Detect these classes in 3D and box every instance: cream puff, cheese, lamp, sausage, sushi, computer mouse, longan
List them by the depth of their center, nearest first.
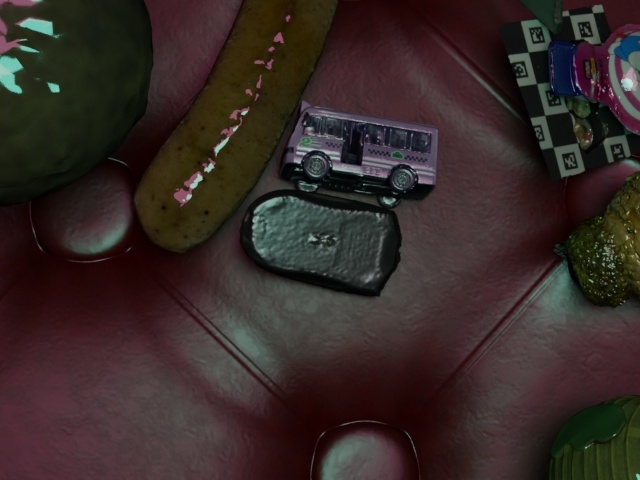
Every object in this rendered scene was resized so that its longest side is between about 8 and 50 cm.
[{"bbox_3d":[-0.387,-0.231,1.425,0.391,0.391,0.391,1,82,-6],"label":"longan"},{"bbox_3d":[0.377,0.323,1.507,0.250,0.284,0.250,26,48,-32],"label":"lamp"},{"bbox_3d":[0.000,0.000,1.581,0.217,0.073,0.122,13,94,-12],"label":"computer mouse"},{"bbox_3d":[-0.084,-0.208,1.582,0.136,0.123,0.501,20,78,30],"label":"sausage"},{"bbox_3d":[0.393,0.014,1.591,0.169,0.183,0.183,-24,84,15],"label":"cream puff"},{"bbox_3d":[0.402,-0.218,1.632,0.244,0.062,0.155,4,80,-28],"label":"cheese"},{"bbox_3d":[0.328,-0.195,1.651,0.192,0.050,0.215,-17,88,-31],"label":"sushi"}]

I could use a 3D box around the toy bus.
[{"bbox_3d":[0.051,-0.111,1.593,0.199,0.096,0.108,9,77,-6],"label":"toy bus"}]

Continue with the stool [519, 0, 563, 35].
[{"bbox_3d":[0.315,-0.458,1.596,0.243,0.170,0.269,-36,67,-9],"label":"stool"}]
